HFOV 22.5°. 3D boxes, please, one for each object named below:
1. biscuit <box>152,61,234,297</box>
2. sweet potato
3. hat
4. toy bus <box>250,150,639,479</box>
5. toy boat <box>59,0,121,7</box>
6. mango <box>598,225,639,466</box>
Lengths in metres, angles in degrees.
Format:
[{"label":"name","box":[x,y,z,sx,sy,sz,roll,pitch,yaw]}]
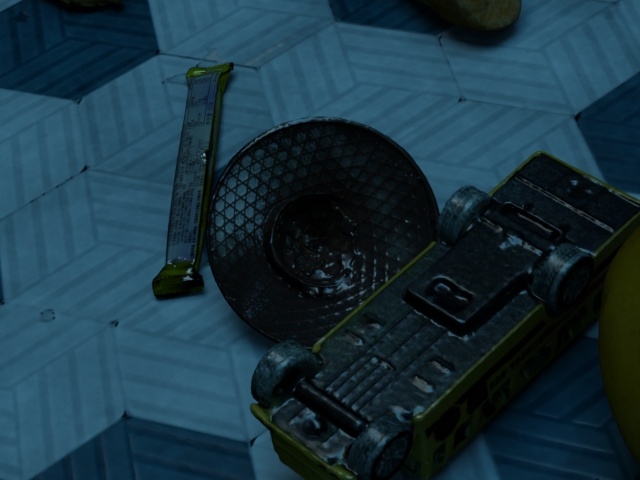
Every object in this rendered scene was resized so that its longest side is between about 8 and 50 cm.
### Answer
[{"label":"biscuit","box":[-0.113,-0.064,1.434,0.048,0.026,0.292,-5,45,9]},{"label":"sweet potato","box":[0.104,-0.289,1.572,0.097,0.097,0.251,-27,50,-17]},{"label":"hat","box":[0.000,0.000,1.326,0.193,0.082,0.193,1,82,-5]},{"label":"toy bus","box":[0.101,0.069,1.208,0.121,0.123,0.335,33,59,31]},{"label":"toy boat","box":[-0.283,-0.303,1.665,0.226,0.068,0.088,26,50,33]},{"label":"mango","box":[0.384,0.101,1.054,0.446,0.232,0.300,24,78,30]}]
